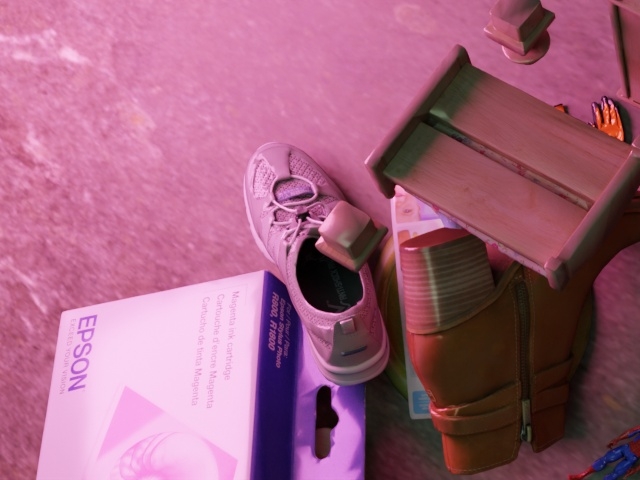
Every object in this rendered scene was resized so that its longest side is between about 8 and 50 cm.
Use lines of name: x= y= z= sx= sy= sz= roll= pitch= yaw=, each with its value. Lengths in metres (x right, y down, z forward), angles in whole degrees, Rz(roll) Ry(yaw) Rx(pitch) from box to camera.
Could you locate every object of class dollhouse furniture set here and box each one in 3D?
dollhouse furniture set: x=0.231 y=-0.034 z=1.303 sx=0.303 sy=0.174 sz=0.355 roll=32 pitch=77 yaw=28

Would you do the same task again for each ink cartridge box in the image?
ink cartridge box: x=-0.120 y=0.184 z=1.507 sx=0.330 sy=0.071 sz=0.324 roll=-14 pitch=49 yaw=17

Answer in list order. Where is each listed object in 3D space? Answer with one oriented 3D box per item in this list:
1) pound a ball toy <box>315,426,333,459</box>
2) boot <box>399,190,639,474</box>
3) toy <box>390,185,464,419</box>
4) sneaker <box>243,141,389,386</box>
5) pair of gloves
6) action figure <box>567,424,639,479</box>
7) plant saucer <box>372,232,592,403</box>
pound a ball toy: x=-0.106 y=0.330 z=1.554 sx=0.319 sy=0.136 sz=0.208 roll=-14 pitch=68 yaw=4
boot: x=0.209 y=0.077 z=1.385 sx=0.109 sy=0.283 sz=0.220 roll=8 pitch=113 yaw=60
toy: x=0.127 y=0.050 z=1.457 sx=0.137 sy=0.056 sz=0.237 roll=-7 pitch=83 yaw=30
sneaker: x=0.000 y=0.000 z=1.511 sx=0.105 sy=0.115 sz=0.281 roll=-22 pitch=58 yaw=-9
pair of gloves: x=0.251 y=-0.098 z=1.465 sx=0.083 sy=0.010 sz=0.074 roll=-9 pitch=83 yaw=30
action figure: x=0.283 y=0.200 z=1.418 sx=0.115 sy=0.030 sz=0.038 roll=-40 pitch=64 yaw=19
plant saucer: x=0.145 y=0.065 z=1.500 sx=0.241 sy=0.037 sz=0.241 roll=-3 pitch=85 yaw=30
